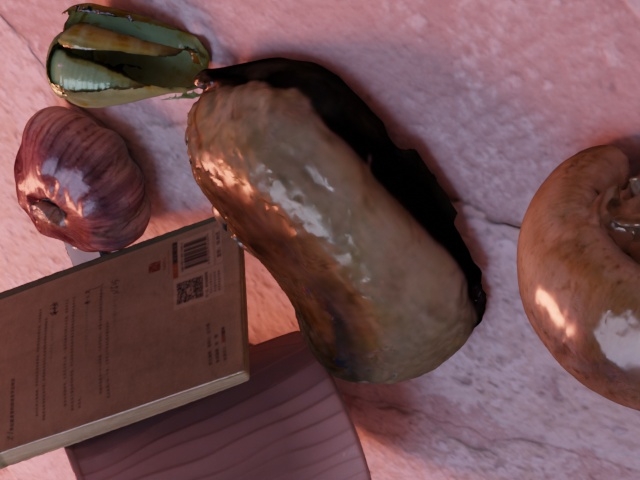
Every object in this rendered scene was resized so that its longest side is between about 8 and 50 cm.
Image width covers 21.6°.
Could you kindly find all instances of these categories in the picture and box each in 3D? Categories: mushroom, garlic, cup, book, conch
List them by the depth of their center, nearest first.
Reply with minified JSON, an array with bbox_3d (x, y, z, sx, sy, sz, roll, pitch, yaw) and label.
[{"bbox_3d":[0.259,0.030,1.245,0.254,0.189,0.195,21,140,20],"label":"mushroom"},{"bbox_3d":[-0.001,0.002,1.493,0.247,0.130,0.344,-6,122,39],"label":"mushroom"},{"bbox_3d":[-0.178,-0.172,1.530,0.170,0.079,0.106,1,135,21],"label":"conch"},{"bbox_3d":[-0.198,0.090,1.598,0.283,0.215,0.025,-19,136,16],"label":"book"},{"bbox_3d":[-0.111,0.224,1.670,0.288,0.273,0.208,-166,55,-79],"label":"cup"},{"bbox_3d":[-0.241,-0.052,1.671,0.147,0.102,0.159,5,130,36],"label":"garlic"}]

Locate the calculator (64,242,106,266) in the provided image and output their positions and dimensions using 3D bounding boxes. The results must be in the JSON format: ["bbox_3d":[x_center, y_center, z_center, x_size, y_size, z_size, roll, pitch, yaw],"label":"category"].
[{"bbox_3d":[-0.251,0.018,1.815,0.057,0.018,0.172,13,134,34],"label":"calculator"}]
